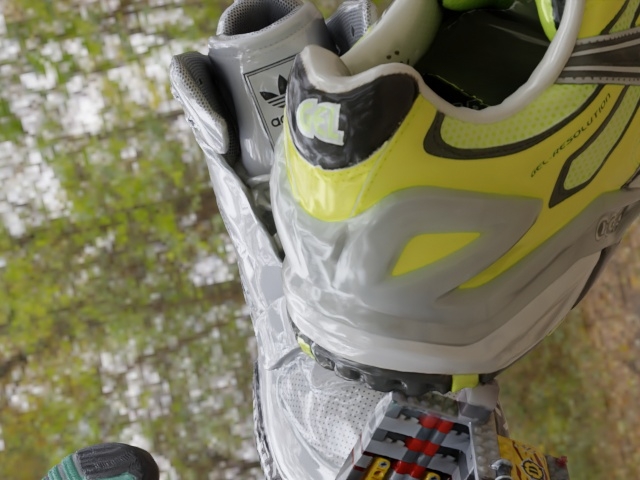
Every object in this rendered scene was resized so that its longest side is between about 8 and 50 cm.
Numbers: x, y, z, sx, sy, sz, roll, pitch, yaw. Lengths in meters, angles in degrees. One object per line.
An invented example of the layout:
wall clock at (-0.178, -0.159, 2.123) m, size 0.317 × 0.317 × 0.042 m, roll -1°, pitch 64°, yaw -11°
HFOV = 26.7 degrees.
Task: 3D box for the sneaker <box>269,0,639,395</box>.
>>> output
sneaker at (0.129, -0.096, 0.596) m, size 0.385 × 0.145 × 0.147 m, roll -45°, pitch -37°, yaw -31°

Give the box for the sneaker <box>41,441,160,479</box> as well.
sneaker at (-0.199, 0.241, 1.142) m, size 0.098 × 0.224 × 0.083 m, roll 13°, pitch -136°, yaw -53°

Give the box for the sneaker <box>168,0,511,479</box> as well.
sneaker at (0.000, 0.000, 0.745) m, size 0.366 × 0.137 × 0.210 m, roll -105°, pitch -3°, yaw -53°

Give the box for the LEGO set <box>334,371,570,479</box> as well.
LEGO set at (0.096, 0.204, 0.517) m, size 0.331 × 0.255 × 0.192 m, roll -77°, pitch 11°, yaw -57°
